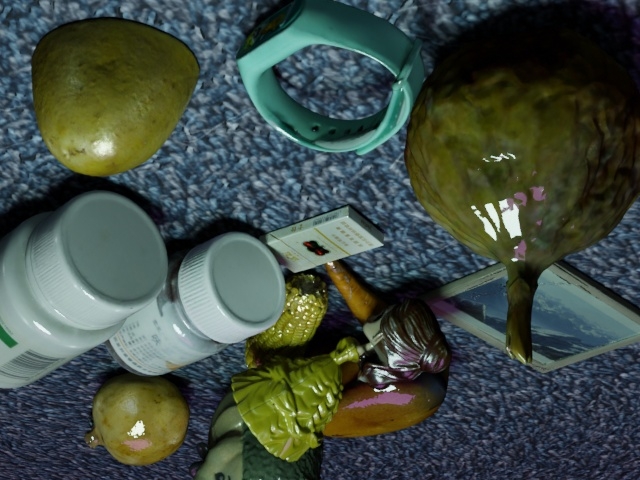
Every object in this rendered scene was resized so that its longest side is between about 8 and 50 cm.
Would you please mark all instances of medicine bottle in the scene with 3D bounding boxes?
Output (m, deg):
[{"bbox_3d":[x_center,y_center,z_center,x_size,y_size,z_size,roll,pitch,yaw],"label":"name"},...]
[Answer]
[{"bbox_3d":[-0.194,0.097,1.788,0.165,0.165,0.273,27,146,-34],"label":"medicine bottle"},{"bbox_3d":[-0.385,0.070,1.727,0.208,0.208,0.339,25,143,-33],"label":"medicine bottle"}]

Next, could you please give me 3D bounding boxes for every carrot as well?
[{"bbox_3d":[0.069,0.098,1.882,0.061,0.061,0.257,-13,144,25],"label":"carrot"}]

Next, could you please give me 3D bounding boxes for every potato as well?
[{"bbox_3d":[-0.254,-0.148,1.404,0.203,0.158,0.178,6,149,3],"label":"potato"}]

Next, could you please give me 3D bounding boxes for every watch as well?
[{"bbox_3d":[0.013,-0.181,1.342,0.195,0.068,0.237,38,147,-20],"label":"watch"}]

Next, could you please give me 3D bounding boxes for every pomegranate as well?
[{"bbox_3d":[-0.339,0.330,2.200,0.196,0.196,0.196,2,150,1],"label":"pomegranate"}]

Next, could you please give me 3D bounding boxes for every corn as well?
[{"bbox_3d":[-0.059,0.142,1.930,0.106,0.106,0.293,10,145,-11],"label":"corn"}]

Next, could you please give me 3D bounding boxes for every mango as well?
[{"bbox_3d":[0.080,0.248,2.045,0.287,0.153,0.201,-12,136,20],"label":"mango"}]

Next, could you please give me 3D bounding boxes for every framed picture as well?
[{"bbox_3d":[0.354,0.119,1.924,0.335,0.022,0.247,29,141,-36],"label":"framed picture"}]

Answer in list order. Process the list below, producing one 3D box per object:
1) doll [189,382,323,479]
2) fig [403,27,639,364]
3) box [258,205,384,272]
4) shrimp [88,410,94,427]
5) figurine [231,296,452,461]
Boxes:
[{"bbox_3d":[-0.110,0.393,2.130,0.247,0.349,0.247,-3,118,-6],"label":"doll"},{"bbox_3d":[0.239,-0.037,1.342,0.286,0.369,0.286,-1,157,-1],"label":"fig"},{"bbox_3d":[0.000,0.000,1.749,0.167,0.024,0.090,-18,141,34],"label":"box"},{"bbox_3d":[-0.373,0.360,2.351,0.174,0.082,0.076,9,155,4],"label":"shrimp"},{"bbox_3d":[0.039,0.190,1.847,0.315,0.168,0.187,-34,140,8],"label":"figurine"}]
